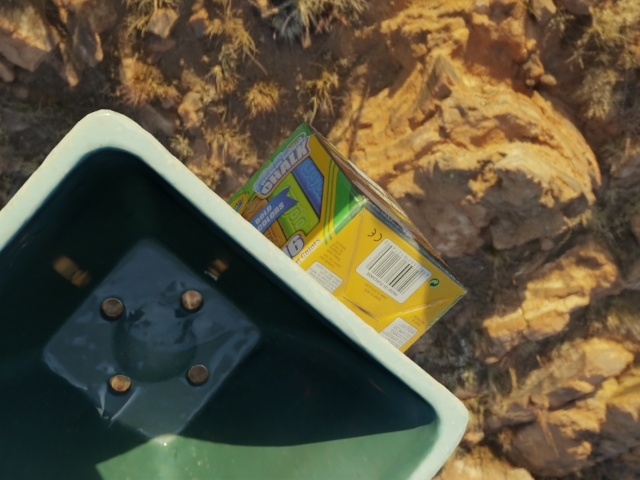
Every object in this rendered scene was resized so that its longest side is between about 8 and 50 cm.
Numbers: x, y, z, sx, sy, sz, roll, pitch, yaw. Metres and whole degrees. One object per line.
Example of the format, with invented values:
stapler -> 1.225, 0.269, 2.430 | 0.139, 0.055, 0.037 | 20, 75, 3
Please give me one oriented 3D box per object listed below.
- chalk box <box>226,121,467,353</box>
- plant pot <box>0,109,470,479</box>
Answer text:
chalk box -> 0.000, 0.000, 0.759 | 0.179, 0.289, 0.180 | -46, 121, 10
plant pot -> -0.113, 0.096, 0.422 | 0.247, 0.252, 0.248 | 41, 86, -14
